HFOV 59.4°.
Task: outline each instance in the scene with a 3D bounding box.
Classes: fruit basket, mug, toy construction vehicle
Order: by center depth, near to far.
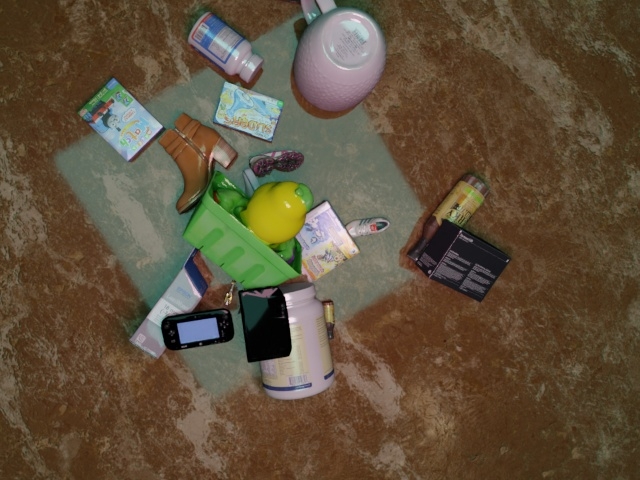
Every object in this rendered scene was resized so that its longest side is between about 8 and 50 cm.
[{"bbox_3d":[-0.170,-0.063,1.640,0.392,0.283,0.392,-1,114,-2],"label":"fruit basket"},{"bbox_3d":[0.042,-0.600,1.697,0.276,0.328,0.374,-27,96,-5],"label":"mug"},{"bbox_3d":[-0.272,0.193,1.853,0.086,0.035,0.098,21,91,-8],"label":"toy construction vehicle"}]

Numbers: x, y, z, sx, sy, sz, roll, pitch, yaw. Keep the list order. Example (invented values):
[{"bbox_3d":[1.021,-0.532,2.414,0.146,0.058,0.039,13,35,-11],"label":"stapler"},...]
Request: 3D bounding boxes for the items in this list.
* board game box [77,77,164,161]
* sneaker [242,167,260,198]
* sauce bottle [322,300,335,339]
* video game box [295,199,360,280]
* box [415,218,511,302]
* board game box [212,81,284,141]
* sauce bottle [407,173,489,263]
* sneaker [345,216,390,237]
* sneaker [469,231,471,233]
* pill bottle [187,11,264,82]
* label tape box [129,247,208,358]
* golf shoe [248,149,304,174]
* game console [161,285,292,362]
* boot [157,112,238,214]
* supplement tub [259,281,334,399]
[{"bbox_3d":[-0.629,-0.380,1.777,0.211,0.039,0.160,45,87,-8],"label":"board game box"},{"bbox_3d":[-0.219,-0.103,1.813,0.091,0.094,0.258,-18,96,-10],"label":"sneaker"},{"bbox_3d":[0.028,0.268,1.891,0.042,0.042,0.128,-5,96,-6],"label":"sauce bottle"},{"bbox_3d":[0.000,0.000,1.854,0.187,0.048,0.205,-33,96,10],"label":"video game box"},{"bbox_3d":[0.470,0.068,1.839,0.261,0.103,0.184,25,106,-31],"label":"box"},{"bbox_3d":[-0.233,-0.415,1.823,0.201,0.035,0.136,17,91,-7],"label":"board game box"},{"bbox_3d":[0.424,-0.061,1.885,0.111,0.111,0.344,38,89,-7],"label":"sauce bottle"},{"bbox_3d":[0.156,-0.046,1.870,0.161,0.075,0.057,-11,94,-6],"label":"sneaker"},{"bbox_3d":[0.516,0.023,1.941,0.043,0.040,0.109,-19,102,24],"label":"sneaker"},{"bbox_3d":[-0.292,-0.600,1.762,0.221,0.124,0.124,37,89,-8],"label":"pill bottle"},{"bbox_3d":[-0.428,0.176,1.730,0.106,0.240,0.334,35,89,-7],"label":"label tape box"},{"bbox_3d":[-0.143,-0.267,1.824,0.186,0.086,0.067,-11,129,-26],"label":"golf shoe"},{"bbox_3d":[-0.269,0.257,1.616,0.361,0.044,0.213,-8,97,-7],"label":"game console"},{"bbox_3d":[-0.426,-0.245,1.771,0.220,0.109,0.283,37,86,-9],"label":"boot"},{"bbox_3d":[-0.090,0.312,1.781,0.235,0.235,0.325,-10,94,-6],"label":"supplement tub"}]
